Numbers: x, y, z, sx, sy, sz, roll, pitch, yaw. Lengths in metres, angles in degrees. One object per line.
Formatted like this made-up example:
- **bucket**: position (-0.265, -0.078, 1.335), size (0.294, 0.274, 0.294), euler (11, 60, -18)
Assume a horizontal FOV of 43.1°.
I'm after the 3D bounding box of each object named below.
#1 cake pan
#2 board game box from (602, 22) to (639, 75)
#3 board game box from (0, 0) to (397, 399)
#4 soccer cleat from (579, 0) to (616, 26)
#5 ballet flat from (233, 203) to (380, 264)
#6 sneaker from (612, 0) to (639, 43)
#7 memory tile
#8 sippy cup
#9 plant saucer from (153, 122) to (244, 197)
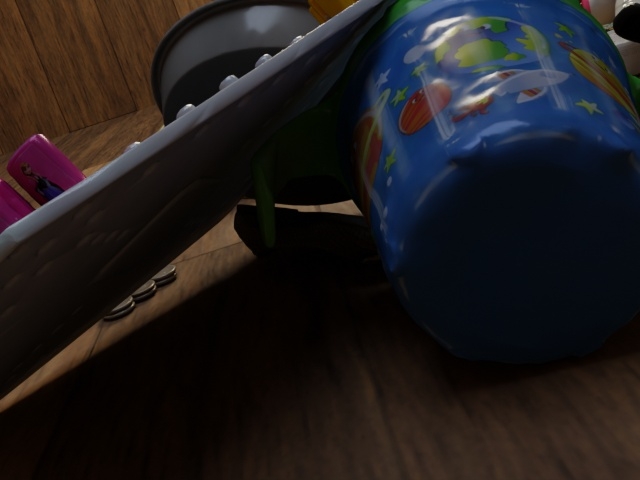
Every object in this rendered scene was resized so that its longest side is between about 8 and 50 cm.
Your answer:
- **cake pan**: position (-0.031, -0.126, 0.829), size (0.293, 0.293, 0.054), euler (-10, 56, 24)
- **board game box**: position (0.451, -0.286, 1.196), size (0.306, 0.053, 0.193), euler (-14, 18, 11)
- **board game box**: position (-0.140, -0.026, 0.635), size (0.390, 0.050, 0.390), euler (-43, 0, -39)
- **soccer cleat**: position (0.572, -0.485, 1.565), size (0.143, 0.116, 0.331), euler (-10, 19, 25)
- **ballet flat**: position (0.000, 0.000, 0.802), size (0.250, 0.058, 0.084), euler (8, 2, 44)
- **sneaker**: position (0.513, -0.290, 1.017), size (0.316, 0.127, 0.182), euler (4, 63, 31)
- **memory tile**: position (-0.242, 0.061, 0.911), size (0.148, 0.012, 0.113), euler (-6, 22, 32)
- **sippy cup**: position (0.123, -0.042, 0.555), size (0.305, 0.240, 0.224), euler (-36, 24, 19)
- **plant saucer**: position (-0.130, -0.216, 1.301), size (0.333, 0.081, 0.332), euler (3, 52, 49)
